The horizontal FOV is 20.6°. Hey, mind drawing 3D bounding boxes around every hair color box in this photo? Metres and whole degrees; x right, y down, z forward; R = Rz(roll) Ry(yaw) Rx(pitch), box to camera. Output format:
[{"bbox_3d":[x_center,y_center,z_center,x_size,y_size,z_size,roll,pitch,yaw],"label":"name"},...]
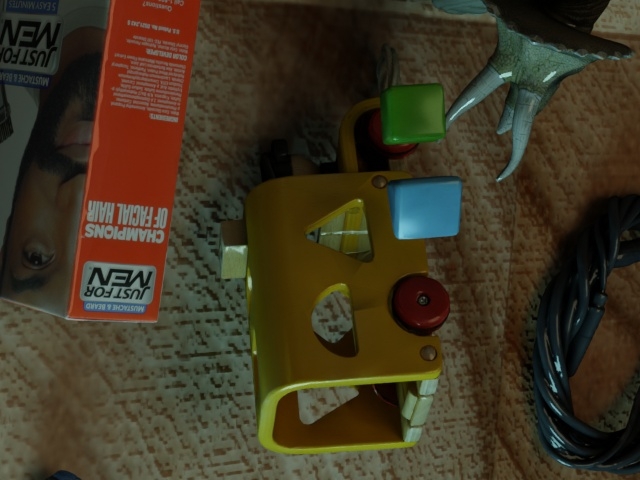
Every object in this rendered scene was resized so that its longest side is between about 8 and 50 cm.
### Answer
[{"bbox_3d":[-0.108,-0.052,0.792,0.053,0.093,0.167,4,94,-42],"label":"hair color box"}]

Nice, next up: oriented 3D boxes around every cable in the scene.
[{"bbox_3d":[0.195,0.062,1.122,0.184,0.047,0.150,-54,128,-20],"label":"cable"}]

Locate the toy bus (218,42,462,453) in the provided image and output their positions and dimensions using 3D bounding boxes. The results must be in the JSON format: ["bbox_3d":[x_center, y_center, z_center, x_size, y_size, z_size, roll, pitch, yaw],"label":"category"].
[{"bbox_3d":[0.002,0.008,0.892,0.104,0.202,0.191,-3,105,-7],"label":"toy bus"}]

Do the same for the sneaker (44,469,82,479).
[{"bbox_3d":[-0.126,0.179,0.847,0.058,0.052,0.135,-12,105,-36],"label":"sneaker"}]

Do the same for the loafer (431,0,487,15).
[{"bbox_3d":[0.169,-0.212,1.015,0.319,0.112,0.111,-30,109,-41],"label":"loafer"}]

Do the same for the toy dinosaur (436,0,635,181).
[{"bbox_3d":[0.102,-0.195,0.819,0.160,0.121,0.313,-43,124,-30],"label":"toy dinosaur"}]
